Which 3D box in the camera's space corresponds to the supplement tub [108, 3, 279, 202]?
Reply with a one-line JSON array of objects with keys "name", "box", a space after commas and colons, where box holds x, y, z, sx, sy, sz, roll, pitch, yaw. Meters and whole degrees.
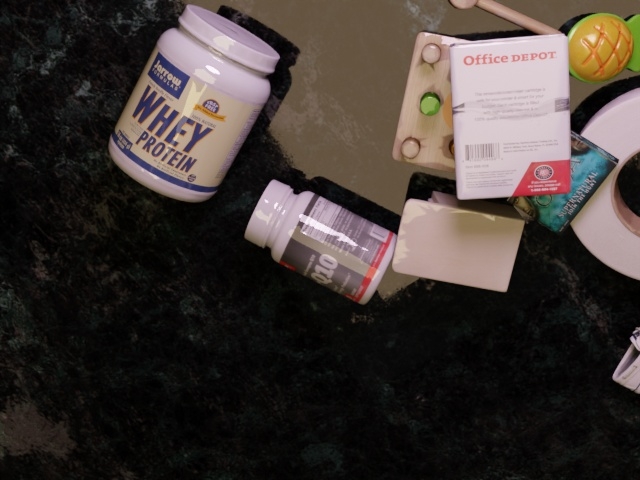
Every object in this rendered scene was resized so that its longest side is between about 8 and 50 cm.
[{"name": "supplement tub", "box": [-0.242, -0.263, 1.602, 0.235, 0.235, 0.324, 31, 108, -1]}]

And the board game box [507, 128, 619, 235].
[{"name": "board game box", "box": [0.456, -0.113, 1.566, 0.126, 0.026, 0.186, 34, 126, 8]}]

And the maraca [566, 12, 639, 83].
[{"name": "maraca", "box": [0.534, -0.358, 1.533, 0.186, 0.099, 0.127, -10, 111, -15]}]

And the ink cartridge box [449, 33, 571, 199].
[{"name": "ink cartridge box", "box": [0.332, -0.221, 1.457, 0.197, 0.114, 0.272, -3, 106, 9]}]

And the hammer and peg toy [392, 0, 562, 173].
[{"name": "hammer and peg toy", "box": [0.299, -0.300, 1.564, 0.266, 0.127, 0.361, 13, 107, 5]}]

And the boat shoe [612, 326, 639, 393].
[{"name": "boat shoe", "box": [0.666, 0.209, 1.673, 0.076, 0.083, 0.226, 19, 108, 2]}]

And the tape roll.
[{"name": "tape roll", "box": [0.651, -0.098, 1.535, 0.392, 0.072, 0.391, 11, 119, 21]}]

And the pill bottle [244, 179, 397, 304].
[{"name": "pill bottle", "box": [0.000, 0.000, 1.677, 0.283, 0.161, 0.161, 26, 108, 1]}]

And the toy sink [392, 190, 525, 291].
[{"name": "toy sink", "box": [0.265, -0.006, 1.647, 0.234, 0.131, 0.152, 9, 107, -2]}]
